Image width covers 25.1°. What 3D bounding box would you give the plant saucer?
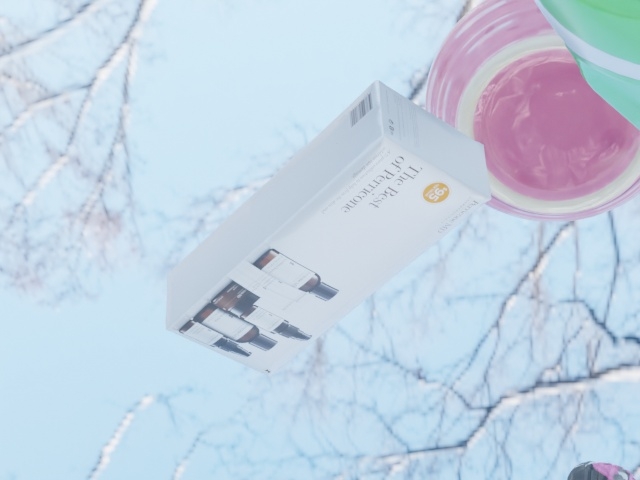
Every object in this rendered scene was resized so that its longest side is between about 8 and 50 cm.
[{"bbox_3d":[0.296,-0.160,1.807,0.332,0.332,0.084,-2,-151,9],"label":"plant saucer"}]

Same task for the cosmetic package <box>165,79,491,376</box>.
[{"bbox_3d":[0.000,0.000,0.997,0.239,0.099,0.060,-41,-143,34],"label":"cosmetic package"}]

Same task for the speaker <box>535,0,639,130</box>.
[{"bbox_3d":[0.164,-0.078,0.486,0.131,0.296,0.131,-7,-104,28],"label":"speaker"}]

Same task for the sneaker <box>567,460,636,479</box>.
[{"bbox_3d":[0.283,0.275,1.448,0.077,0.178,0.072,4,-120,40],"label":"sneaker"}]
